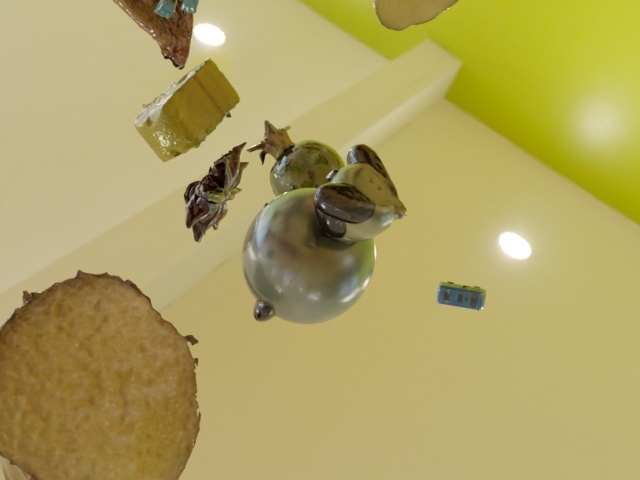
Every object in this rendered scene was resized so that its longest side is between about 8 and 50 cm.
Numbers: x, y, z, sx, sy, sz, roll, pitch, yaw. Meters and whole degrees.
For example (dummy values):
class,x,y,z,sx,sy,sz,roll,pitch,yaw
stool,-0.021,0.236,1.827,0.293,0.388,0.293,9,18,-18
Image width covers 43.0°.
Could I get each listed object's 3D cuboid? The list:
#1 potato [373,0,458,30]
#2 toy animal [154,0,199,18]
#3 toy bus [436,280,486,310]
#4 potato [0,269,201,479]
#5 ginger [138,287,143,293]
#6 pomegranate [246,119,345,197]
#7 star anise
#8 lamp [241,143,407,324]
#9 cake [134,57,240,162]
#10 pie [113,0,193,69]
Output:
class,x,y,z,sx,sy,sz,roll,pitch,yaw
potato,0.104,-0.314,1.003,0.096,0.103,0.066,55,-175,-25
toy animal,-0.148,-0.332,0.939,0.103,0.100,0.208,22,-141,-4
toy bus,0.244,0.097,1.407,0.083,0.038,0.046,10,-173,9
potato,-0.298,0.222,1.068,0.301,0.237,0.288,36,-110,2
ginger,-0.337,0.200,1.374,0.109,0.116,0.263,-8,-107,-10
pomegranate,-0.039,-0.122,1.438,0.169,0.148,0.148,33,-142,16
star anise,-0.259,-0.121,1.914,0.103,0.272,0.272,27,-142,7
lamp,0.000,0.000,1.067,0.198,0.244,0.197,21,-139,-19
cake,-0.318,-0.297,1.903,0.156,0.179,0.260,50,-132,-16
pie,-0.231,-0.328,1.101,0.191,0.088,0.033,44,-174,-18
